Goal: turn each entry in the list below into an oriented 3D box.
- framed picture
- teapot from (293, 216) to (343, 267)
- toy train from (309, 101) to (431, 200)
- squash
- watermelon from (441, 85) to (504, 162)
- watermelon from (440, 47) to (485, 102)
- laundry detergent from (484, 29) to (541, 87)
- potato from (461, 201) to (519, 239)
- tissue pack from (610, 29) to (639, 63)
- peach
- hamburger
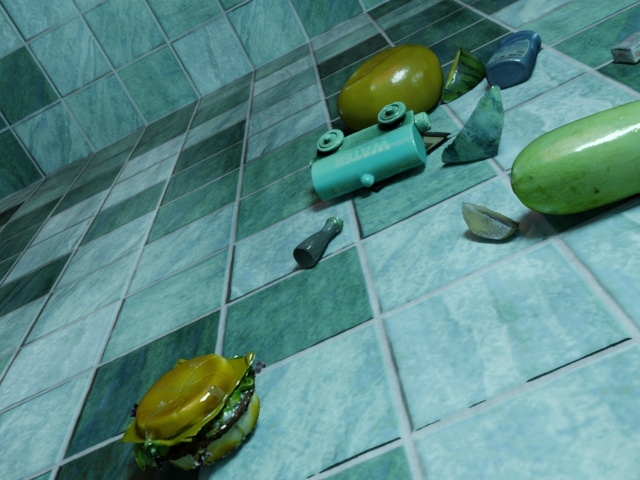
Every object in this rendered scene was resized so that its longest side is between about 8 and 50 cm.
[{"bbox_3d":[0.132,-0.160,1.497,0.195,0.010,0.199,-36,23,-17],"label":"framed picture"},{"bbox_3d":[0.000,0.000,1.278,0.042,0.043,0.111,-9,25,40],"label":"teapot"},{"bbox_3d":[0.089,-0.156,1.423,0.248,0.101,0.159,-20,40,23],"label":"toy train"},{"bbox_3d":[0.420,-0.125,0.959,0.370,0.118,0.118,-20,24,12],"label":"squash"},{"bbox_3d":[0.271,-0.188,1.292,0.094,0.081,0.180,-64,1,-25],"label":"watermelon"},{"bbox_3d":[0.320,-0.362,1.681,0.181,0.075,0.092,-66,-1,-58],"label":"watermelon"},{"bbox_3d":[0.406,-0.386,1.593,0.096,0.061,0.206,-14,26,36],"label":"laundry detergent"},{"bbox_3d":[0.235,-0.020,1.058,0.037,0.036,0.093,-1,23,-39],"label":"potato"},{"bbox_3d":[0.566,-0.347,1.357,0.083,0.035,0.063,-31,22,-8],"label":"tissue pack"},{"bbox_3d":[0.150,-0.329,1.665,0.251,0.153,0.251,-21,18,7],"label":"peach"},{"bbox_3d":[-0.147,0.211,0.926,0.164,0.093,0.189,-4,31,50],"label":"hamburger"}]
